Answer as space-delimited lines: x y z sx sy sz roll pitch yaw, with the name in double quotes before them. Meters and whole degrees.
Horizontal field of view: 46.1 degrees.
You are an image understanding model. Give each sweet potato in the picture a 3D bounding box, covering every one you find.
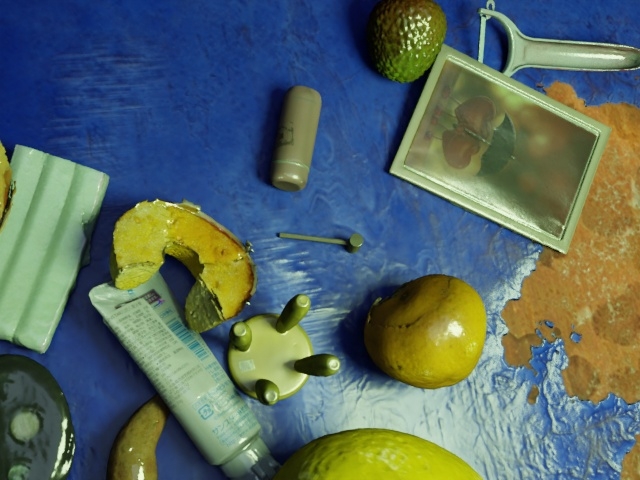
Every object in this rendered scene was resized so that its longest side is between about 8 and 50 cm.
"sweet potato" -0.211 0.292 0.843 0.067 0.059 0.281 13 73 -21

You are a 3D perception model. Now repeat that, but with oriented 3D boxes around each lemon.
"lemon" 0.069 0.330 0.807 0.284 0.261 0.260 45 68 -17

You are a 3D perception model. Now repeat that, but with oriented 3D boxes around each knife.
"knife" 0.363 -0.296 1.156 0.278 0.053 0.123 1 102 -12

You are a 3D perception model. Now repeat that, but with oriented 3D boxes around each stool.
"stool" -0.051 0.134 0.902 0.134 0.110 0.134 22 72 -9

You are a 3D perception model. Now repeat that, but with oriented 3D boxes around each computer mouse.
"computer mouse" -0.395 0.220 0.791 0.270 0.100 0.170 -10 74 -12

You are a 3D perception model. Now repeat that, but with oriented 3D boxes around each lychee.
"lychee" 0.121 -0.297 1.067 0.114 0.114 0.146 9 92 -13

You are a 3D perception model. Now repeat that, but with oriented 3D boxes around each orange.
"orange" 0.133 0.116 0.942 0.157 0.157 0.134 -32 106 -21

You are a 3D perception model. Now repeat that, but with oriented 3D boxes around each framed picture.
"framed picture" 0.264 -0.131 1.094 0.290 0.020 0.211 25 80 -8

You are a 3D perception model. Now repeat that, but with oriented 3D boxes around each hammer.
"hammer" 0.000 0.000 0.998 0.110 0.035 0.019 5 73 -5

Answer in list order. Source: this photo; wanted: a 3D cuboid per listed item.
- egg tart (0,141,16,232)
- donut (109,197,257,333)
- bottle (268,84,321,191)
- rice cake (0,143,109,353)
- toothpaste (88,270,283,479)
"egg tart" -0.486 -0.048 0.828 0.297 0.132 0.296 8 60 -14
"donut" -0.165 0.027 0.903 0.181 0.078 0.146 26 43 -12
"bottle" -0.033 -0.136 1.010 0.053 0.053 0.140 13 73 -12
"rice cake" -0.339 0.006 0.893 0.127 0.043 0.236 19 70 -9
"toothpaste" -0.153 0.164 0.886 0.299 0.073 0.114 55 36 5
